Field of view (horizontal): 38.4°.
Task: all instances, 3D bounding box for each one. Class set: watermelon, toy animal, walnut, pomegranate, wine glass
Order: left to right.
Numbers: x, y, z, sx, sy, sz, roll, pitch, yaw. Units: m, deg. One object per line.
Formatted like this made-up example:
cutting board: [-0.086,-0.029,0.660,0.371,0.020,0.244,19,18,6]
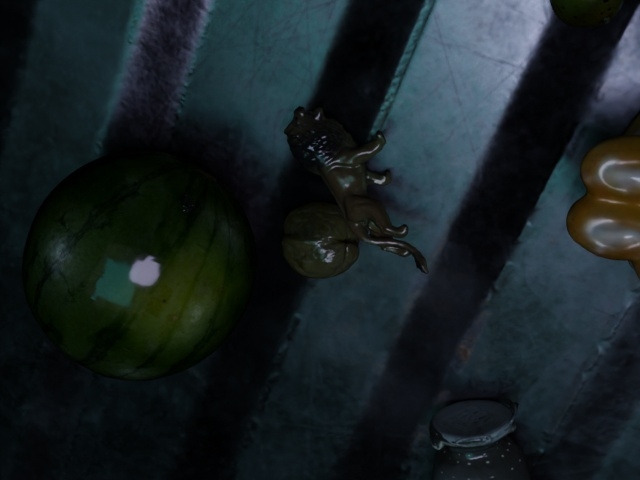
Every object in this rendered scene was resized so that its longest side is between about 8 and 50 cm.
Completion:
watermelon: [-0.188,0.025,0.963,0.242,0.242,0.242,4,111,11]
walnut: [0.000,0.000,0.996,0.092,0.092,0.092,4,111,11]
toy animal: [0.051,-0.055,0.960,0.086,0.069,0.219,-36,75,-6]
wine glass: [0.185,0.288,1.044,0.111,0.111,0.204,-6,107,15]
pomegranate: [0.246,-0.239,0.865,0.084,0.073,0.073,41,119,37]

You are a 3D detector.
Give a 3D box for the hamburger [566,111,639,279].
hamburger: [0.385,-0.036,0.842,0.303,0.186,0.261,22,112,6]
